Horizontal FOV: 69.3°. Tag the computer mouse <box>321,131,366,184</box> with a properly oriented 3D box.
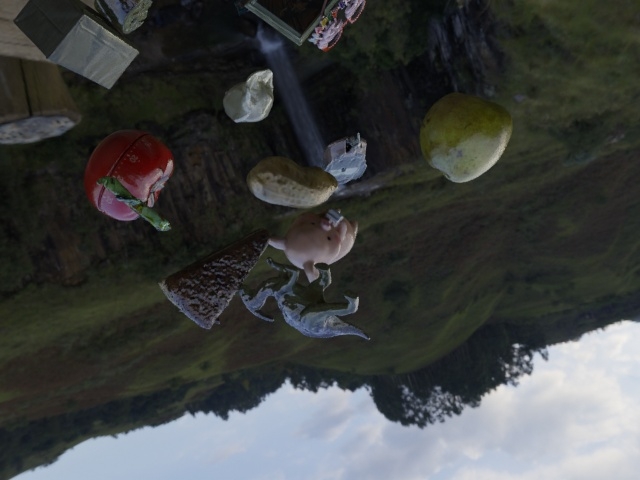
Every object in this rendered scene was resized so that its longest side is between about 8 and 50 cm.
[{"bbox_3d":[0.092,-0.355,1.925,0.199,0.115,0.389,-11,159,-15],"label":"computer mouse"}]

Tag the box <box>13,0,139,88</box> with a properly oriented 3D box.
[{"bbox_3d":[-0.637,-0.542,1.233,0.155,0.149,0.231,-46,171,9],"label":"box"}]

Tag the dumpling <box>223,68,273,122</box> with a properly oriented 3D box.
[{"bbox_3d":[-0.280,-0.598,1.877,0.243,0.187,0.318,-61,-179,33],"label":"dumpling"}]

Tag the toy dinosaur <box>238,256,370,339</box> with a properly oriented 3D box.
[{"bbox_3d":[-0.033,0.122,0.956,0.293,0.162,0.077,23,-147,20],"label":"toy dinosaur"}]

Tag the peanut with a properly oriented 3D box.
[{"bbox_3d":[-0.071,-0.156,1.235,0.252,0.137,0.122,12,141,-18],"label":"peanut"}]

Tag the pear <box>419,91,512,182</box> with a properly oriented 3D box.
[{"bbox_3d":[0.499,-0.352,1.609,0.303,0.304,0.304,-18,-177,1],"label":"pear"}]

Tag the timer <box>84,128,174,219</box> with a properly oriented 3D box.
[{"bbox_3d":[-0.791,-0.272,1.909,0.378,0.279,0.378,-57,-170,16],"label":"timer"}]

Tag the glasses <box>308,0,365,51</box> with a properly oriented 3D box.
[{"bbox_3d":[0.042,-0.631,1.246,0.256,0.095,0.162,-54,178,3],"label":"glasses"}]

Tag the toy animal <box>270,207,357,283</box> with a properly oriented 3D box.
[{"bbox_3d":[0.000,-0.001,1.442,0.213,0.195,0.256,-51,164,10],"label":"toy animal"}]

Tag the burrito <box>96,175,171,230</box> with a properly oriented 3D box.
[{"bbox_3d":[-0.636,-0.126,1.576,0.054,0.288,0.104,-50,-171,-8],"label":"burrito"}]

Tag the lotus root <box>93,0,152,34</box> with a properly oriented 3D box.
[{"bbox_3d":[-0.654,-0.783,1.532,0.138,0.119,0.234,-52,-161,-26],"label":"lotus root"}]

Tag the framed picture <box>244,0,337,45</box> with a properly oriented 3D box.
[{"bbox_3d":[-0.080,-0.772,1.476,0.274,0.216,0.016,-58,-176,-21],"label":"framed picture"}]

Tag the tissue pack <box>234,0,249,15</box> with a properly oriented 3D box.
[{"bbox_3d":[-0.324,-1.012,1.990,0.085,0.138,0.028,-27,138,7],"label":"tissue pack"}]

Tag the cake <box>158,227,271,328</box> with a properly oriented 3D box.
[{"bbox_3d":[-0.222,0.044,0.959,0.112,0.135,0.246,7,-118,58],"label":"cake"}]
